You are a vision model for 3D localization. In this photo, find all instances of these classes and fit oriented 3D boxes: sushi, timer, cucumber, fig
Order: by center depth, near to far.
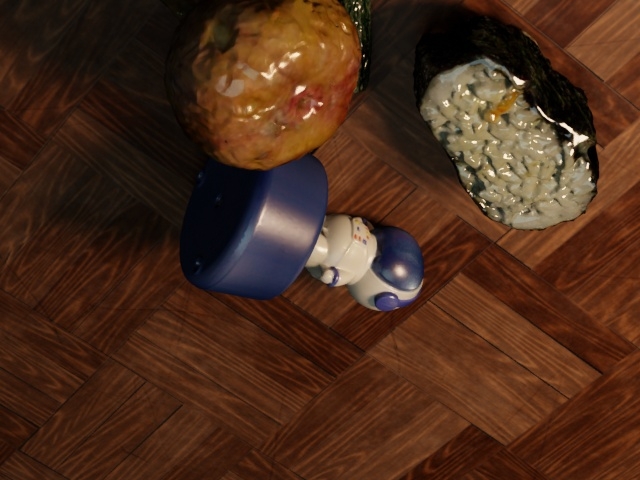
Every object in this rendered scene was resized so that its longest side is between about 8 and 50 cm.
[{"bbox_3d":[-0.125,-0.288,1.968,0.286,0.368,0.286,-31,151,-19],"label":"fig"},{"bbox_3d":[0.040,-0.334,2.015,0.074,0.074,0.241,3,125,5],"label":"cucumber"},{"bbox_3d":[0.276,-0.177,2.040,0.211,0.171,0.350,-32,117,29],"label":"sushi"},{"bbox_3d":[0.000,0.000,2.190,0.384,0.270,0.270,21,128,-25],"label":"timer"}]
